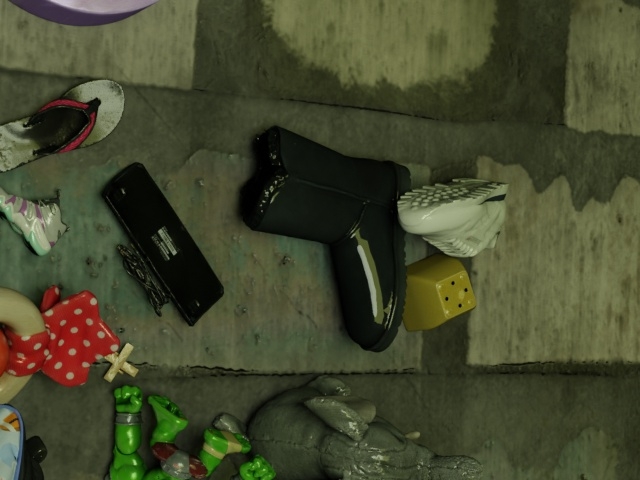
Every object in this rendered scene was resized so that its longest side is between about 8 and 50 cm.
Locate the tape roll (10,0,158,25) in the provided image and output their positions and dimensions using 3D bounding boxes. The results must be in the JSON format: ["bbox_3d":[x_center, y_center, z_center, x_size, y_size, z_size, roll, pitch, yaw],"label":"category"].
[{"bbox_3d":[-0.258,-0.378,1.320,0.274,0.090,0.275,0,91,-26],"label":"tape roll"}]

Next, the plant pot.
[{"bbox_3d":[0.150,0.067,1.520,0.081,0.083,0.082,-22,100,-24],"label":"plant pot"}]

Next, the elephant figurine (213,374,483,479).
[{"bbox_3d":[0.029,0.237,1.375,0.186,0.239,0.169,-35,105,-21],"label":"elephant figurine"}]

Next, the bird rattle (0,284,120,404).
[{"bbox_3d":[-0.334,0.129,1.220,0.253,0.143,0.207,-36,150,-10],"label":"bird rattle"}]

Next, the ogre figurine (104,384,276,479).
[{"bbox_3d":[-0.163,0.254,1.357,0.197,0.097,0.118,27,96,-12],"label":"ogre figurine"}]

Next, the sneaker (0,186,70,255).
[{"bbox_3d":[-0.315,-0.039,1.324,0.069,0.038,0.098,-45,117,-20],"label":"sneaker"}]

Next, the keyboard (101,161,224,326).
[{"bbox_3d":[-0.194,0.012,1.390,0.100,0.038,0.192,-45,108,-43],"label":"keyboard"}]

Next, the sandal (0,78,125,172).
[{"bbox_3d":[-0.291,-0.124,1.330,0.179,0.040,0.067,-29,102,-23],"label":"sandal"}]

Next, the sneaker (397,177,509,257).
[{"bbox_3d":[0.169,-0.021,1.486,0.235,0.090,0.095,-11,111,-55],"label":"sneaker"}]

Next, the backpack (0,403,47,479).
[{"bbox_3d":[-0.387,0.261,1.047,0.263,0.277,0.213,-8,133,-1],"label":"backpack"}]

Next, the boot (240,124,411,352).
[{"bbox_3d":[0.000,0.000,1.439,0.207,0.094,0.247,11,79,-29],"label":"boot"}]

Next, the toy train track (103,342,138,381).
[{"bbox_3d":[-0.245,0.128,1.370,0.083,0.014,0.048,36,83,-16],"label":"toy train track"}]
